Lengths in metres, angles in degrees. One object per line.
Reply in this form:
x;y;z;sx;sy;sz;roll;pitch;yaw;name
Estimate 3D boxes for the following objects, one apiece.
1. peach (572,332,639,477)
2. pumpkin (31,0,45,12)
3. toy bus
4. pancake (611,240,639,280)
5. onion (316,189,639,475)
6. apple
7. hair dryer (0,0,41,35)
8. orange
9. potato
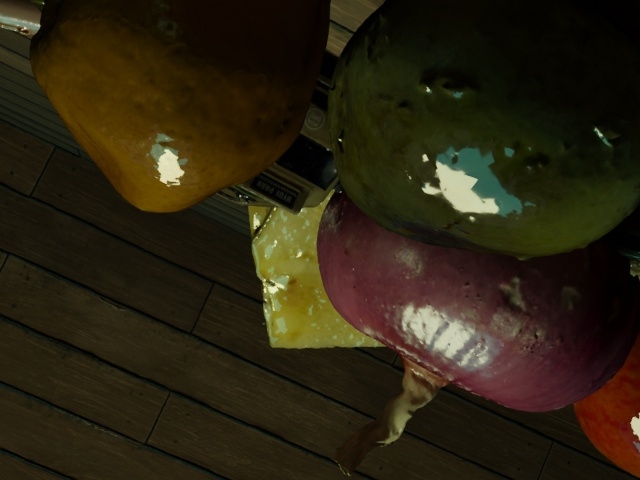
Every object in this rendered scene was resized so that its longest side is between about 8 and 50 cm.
0.461;0.203;1.255;0.281;0.238;0.281;46;168;12;peach
-0.209;-0.233;0.779;0.149;0.130;0.254;19;173;36;pumpkin
-0.064;-0.115;1.040;0.139;0.157;0.289;27;173;-22;toy bus
0.382;0.025;1.124;0.139;0.022;0.139;24;174;3;pancake
0.158;0.056;1.019;0.358;0.345;0.358;24;-153;-13;onion
0.000;0.000;1.338;0.314;0.252;0.309;30;135;38;apple
-0.365;-0.257;1.069;0.344;0.189;0.107;11;175;-7;hair dryer
-0.103;-0.132;0.638;0.183;0.249;0.249;8;177;-15;orange
0.103;-0.082;0.661;0.210;0.173;0.307;24;171;-16;potato
